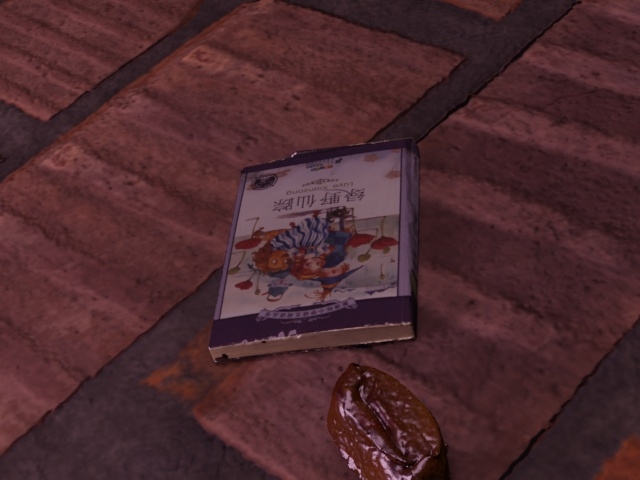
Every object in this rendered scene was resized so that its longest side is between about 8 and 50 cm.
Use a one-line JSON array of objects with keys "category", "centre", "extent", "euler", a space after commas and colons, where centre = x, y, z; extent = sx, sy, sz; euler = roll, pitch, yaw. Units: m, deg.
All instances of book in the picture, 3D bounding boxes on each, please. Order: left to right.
[{"category": "book", "centre": [0.000, -0.001, 0.980], "extent": [0.157, 0.026, 0.231], "euler": [-8, 40, 12]}]

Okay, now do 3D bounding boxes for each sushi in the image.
[{"category": "sushi", "centre": [0.043, 0.131, 0.788], "extent": [0.052, 0.055, 0.120], "euler": [-26, 49, -27]}]
